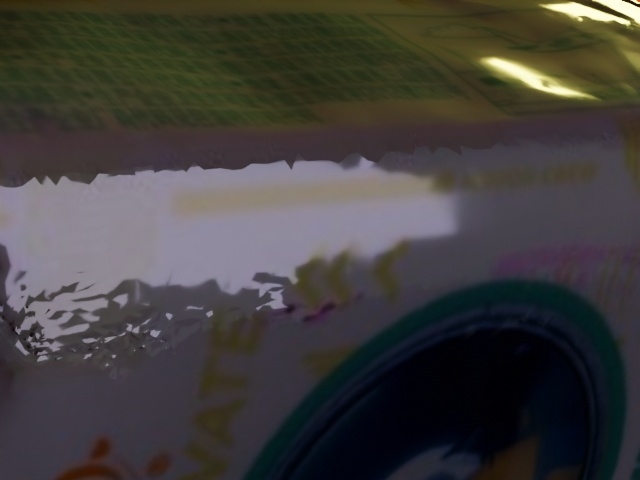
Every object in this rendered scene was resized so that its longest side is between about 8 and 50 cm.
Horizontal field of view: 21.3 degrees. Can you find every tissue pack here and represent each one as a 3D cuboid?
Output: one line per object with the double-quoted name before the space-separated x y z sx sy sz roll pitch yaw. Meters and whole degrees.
"tissue pack" -0.022 0.055 0.640 0.388 0.162 0.287 -5 119 -38
